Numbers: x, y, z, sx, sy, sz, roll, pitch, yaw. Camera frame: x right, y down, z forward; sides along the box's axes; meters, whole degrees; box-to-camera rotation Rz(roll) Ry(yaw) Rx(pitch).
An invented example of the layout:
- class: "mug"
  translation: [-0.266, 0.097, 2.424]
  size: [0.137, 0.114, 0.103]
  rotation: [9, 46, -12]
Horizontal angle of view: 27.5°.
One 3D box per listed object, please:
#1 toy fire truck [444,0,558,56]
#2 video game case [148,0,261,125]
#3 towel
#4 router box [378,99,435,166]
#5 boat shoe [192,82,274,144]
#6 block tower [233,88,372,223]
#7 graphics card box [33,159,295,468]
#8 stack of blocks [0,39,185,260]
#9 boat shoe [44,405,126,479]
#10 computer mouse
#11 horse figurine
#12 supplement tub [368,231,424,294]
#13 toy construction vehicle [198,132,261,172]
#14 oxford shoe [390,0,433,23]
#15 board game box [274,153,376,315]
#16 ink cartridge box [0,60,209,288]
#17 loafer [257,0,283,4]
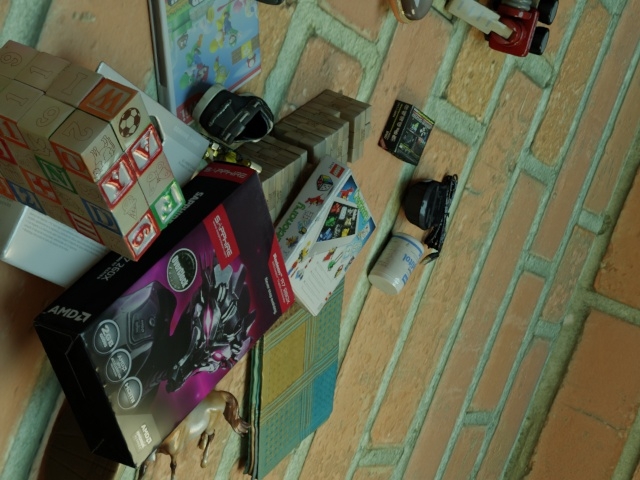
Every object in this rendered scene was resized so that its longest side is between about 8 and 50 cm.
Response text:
- class: "toy fire truck"
  translation: [0.352, -0.463, 2.469]
  size: [0.246, 0.159, 0.217]
  rotation: [-22, 129, -68]
- class: "video game case"
  translation: [-0.152, -0.308, 1.753]
  size: [0.204, 0.025, 0.285]
  rotation: [-43, 145, -40]
- class: "towel"
  translation: [-0.045, 0.217, 2.335]
  size: [0.271, 0.040, 0.370]
  rotation: [-35, 137, -49]
- class: "router box"
  translation: [0.159, -0.196, 2.398]
  size: [0.122, 0.038, 0.092]
  rotation: [24, 88, -64]
- class: "boat shoe"
  translation: [-0.108, -0.164, 1.855]
  size: [0.084, 0.079, 0.233]
  rotation: [-57, 169, 7]
- class: "block tower"
  translation: [-0.046, -0.121, 2.014]
  size: [0.335, 0.097, 0.091]
  rotation: [-38, 140, -44]
- class: "graphics card box"
  translation: [-0.190, 0.089, 1.720]
  size: [0.371, 0.094, 0.232]
  rotation: [-44, 133, -38]
- class: "stack of blocks"
  translation: [-0.295, -0.112, 1.330]
  size: [0.087, 0.297, 0.171]
  rotation: [-52, 149, -24]
- class: "boat shoe"
  translation: [-0.277, 0.235, 1.830]
  size: [0.123, 0.123, 0.341]
  rotation: [21, 85, -62]
- class: "computer mouse"
  translation: [0.202, -0.038, 2.581]
  size: [0.262, 0.060, 0.184]
  rotation: [-23, 126, -70]
- class: "horse figurine"
  translation: [-0.207, 0.304, 2.068]
  size: [0.263, 0.066, 0.174]
  rotation: [-29, 140, -48]
- class: "supplement tub"
  translation: [0.146, 0.044, 2.519]
  size: [0.107, 0.071, 0.071]
  rotation: [-58, 152, -20]
- class: "toy construction vehicle"
  translation: [-0.137, -0.115, 1.861]
  size: [0.086, 0.098, 0.035]
  rotation: [26, 94, -48]
- class: "oxford shoe"
  translation: [0.207, -0.524, 2.136]
  size: [0.130, 0.133, 0.363]
  rotation: [-11, 119, -59]
- class: "board game box"
  translation: [0.000, 0.000, 2.079]
  size: [0.193, 0.053, 0.305]
  rotation: [-56, 163, -8]
- class: "ink cartridge box"
  translation: [-0.281, -0.065, 1.650]
  size: [0.261, 0.066, 0.296]
  rotation: [-65, 154, -6]
- class: "loafer"
  translation: [-0.103, -0.391, 1.656]
  size: [0.267, 0.096, 0.084]
  rotation: [40, 68, -60]
